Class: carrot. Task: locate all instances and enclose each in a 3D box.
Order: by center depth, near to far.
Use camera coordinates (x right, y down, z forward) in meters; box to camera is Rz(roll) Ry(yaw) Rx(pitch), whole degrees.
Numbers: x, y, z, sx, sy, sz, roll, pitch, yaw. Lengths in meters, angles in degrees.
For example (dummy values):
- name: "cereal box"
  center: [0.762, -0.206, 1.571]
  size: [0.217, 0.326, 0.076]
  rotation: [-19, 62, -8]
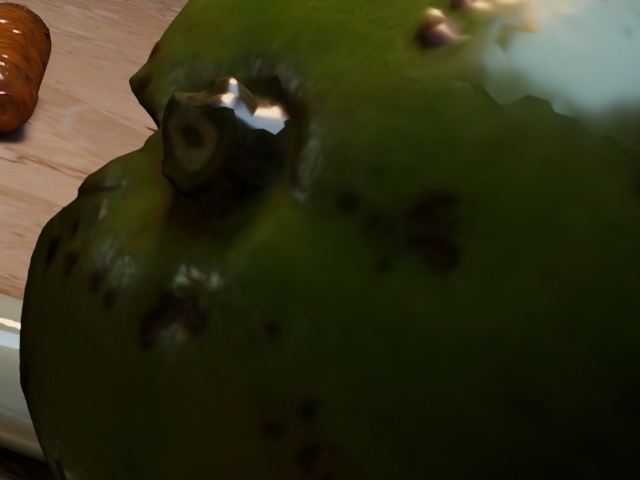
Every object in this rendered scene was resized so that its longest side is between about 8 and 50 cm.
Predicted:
- name: "carrot"
  center: [-0.202, -0.110, 1.070]
  size: [0.060, 0.060, 0.186]
  rotation: [15, 16, -10]

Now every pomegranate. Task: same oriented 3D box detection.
- name: "pomegranate"
  center: [0.052, 0.037, 0.486]
  size: [0.236, 0.236, 0.302]
  rotation: [26, -12, 32]

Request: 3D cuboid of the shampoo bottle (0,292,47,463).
- name: "shampoo bottle"
  center: [-0.133, 0.033, 0.575]
  size: [0.212, 0.049, 0.072]
  rotation: [19, 8, 5]
